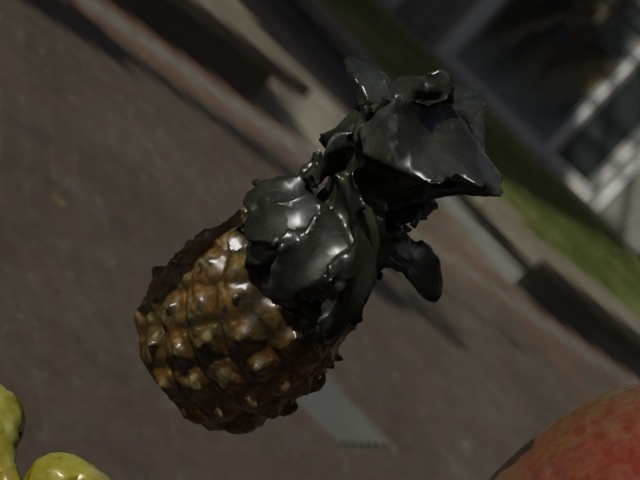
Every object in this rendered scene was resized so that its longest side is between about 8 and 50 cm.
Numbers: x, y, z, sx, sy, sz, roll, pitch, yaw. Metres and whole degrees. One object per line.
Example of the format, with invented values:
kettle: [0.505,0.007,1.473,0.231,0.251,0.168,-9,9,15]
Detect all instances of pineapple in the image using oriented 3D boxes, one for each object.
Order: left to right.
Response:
pineapple: [0.000,0.000,0.845,0.111,0.237,0.119,-16,70,-46]

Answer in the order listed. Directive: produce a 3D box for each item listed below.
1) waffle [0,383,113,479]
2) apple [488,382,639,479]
waffle: [-0.148,0.220,0.644,0.312,0.307,0.060,44,3,33]
apple: [0.213,0.222,0.899,0.345,0.345,0.269,39,10,-21]
